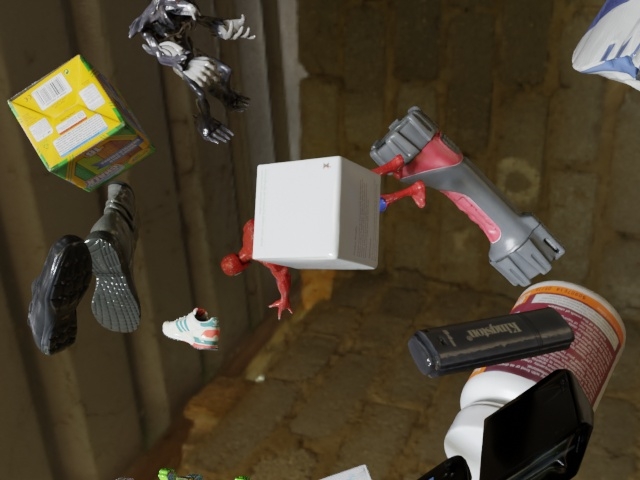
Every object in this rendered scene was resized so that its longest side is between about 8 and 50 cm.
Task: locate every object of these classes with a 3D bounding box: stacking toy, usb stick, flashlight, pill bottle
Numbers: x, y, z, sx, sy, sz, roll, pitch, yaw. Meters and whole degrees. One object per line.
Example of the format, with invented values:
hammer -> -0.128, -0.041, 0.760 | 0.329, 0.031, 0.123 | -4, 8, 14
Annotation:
stacking toy -> -0.232, 0.433, 1.371 | 0.221, 0.167, 0.052 | 32, -119, -72
usb stick -> 0.256, 0.147, 1.169 | 0.278, 0.077, 0.045 | -6, -38, -29
flashlight -> 0.209, -0.056, 1.162 | 0.103, 0.304, 0.103 | -47, 10, -14
pill bottle -> 0.399, 0.274, 1.480 | 0.392, 0.224, 0.224 | -47, -40, -38

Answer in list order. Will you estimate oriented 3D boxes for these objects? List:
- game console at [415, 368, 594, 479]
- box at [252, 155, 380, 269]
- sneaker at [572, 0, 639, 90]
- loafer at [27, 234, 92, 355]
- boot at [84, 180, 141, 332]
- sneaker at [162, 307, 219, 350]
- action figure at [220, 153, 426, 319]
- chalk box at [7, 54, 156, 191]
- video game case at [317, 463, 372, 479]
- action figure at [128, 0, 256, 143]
game console -> 0.152, 0.283, 0.902 | 0.044, 0.361, 0.213 | 50, -165, 2
box -> -0.003, -0.024, 0.805 | 0.087, 0.102, 0.101 | 16, -105, -58
sneaker -> 0.326, -0.140, 0.628 | 0.127, 0.182, 0.315 | -60, 6, 19
loafer -> -0.381, 0.072, 1.135 | 0.076, 0.078, 0.223 | -27, -30, -45
boot -> -0.337, 0.031, 1.372 | 0.161, 0.084, 0.246 | -81, -5, -47
sneaker -> -0.254, 0.169, 1.594 | 0.057, 0.161, 0.075 | 12, -89, -45
action figure -> 0.000, 0.000, 1.065 | 0.280, 0.091, 0.139 | -23, -35, -16
chalk box -> -0.354, -0.168, 1.233 | 0.132, 0.132, 0.213 | 57, -179, 9
video game case -> 0.030, 0.437, 1.212 | 0.019, 0.143, 0.157 | 87, 163, -55
action figure -> -0.180, -0.289, 1.201 | 0.164, 0.141, 0.275 | -57, -35, -28
